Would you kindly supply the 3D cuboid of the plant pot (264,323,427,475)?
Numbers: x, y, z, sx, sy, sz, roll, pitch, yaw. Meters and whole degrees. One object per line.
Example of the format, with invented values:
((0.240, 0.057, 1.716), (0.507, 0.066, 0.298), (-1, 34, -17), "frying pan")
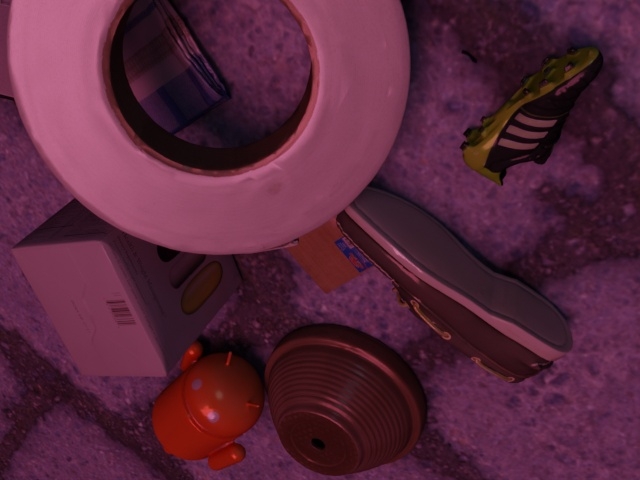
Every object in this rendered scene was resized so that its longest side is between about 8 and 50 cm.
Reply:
((0.018, 0.240, 1.063), (0.237, 0.110, 0.237), (13, 126, 18), "plant pot")

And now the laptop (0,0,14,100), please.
((-0.456, -0.366, 0.775), (0.381, 0.236, 0.408), (16, 105, 22), "laptop")

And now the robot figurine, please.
((-0.166, 0.242, 1.144), (0.128, 0.158, 0.219), (29, 136, -21), "robot figurine")

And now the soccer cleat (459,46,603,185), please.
((0.213, -0.119, 0.758), (0.072, 0.060, 0.179), (36, 137, -12), "soccer cleat")

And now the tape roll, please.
((-0.104, -0.169, 0.770), (0.391, 0.072, 0.392), (-1, 118, -2), "tape roll")

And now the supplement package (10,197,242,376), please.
((-0.233, 0.033, 0.986), (0.149, 0.203, 0.194), (-4, 120, 28), "supplement package")

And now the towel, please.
((-0.254, -0.243, 0.919), (0.209, 0.034, 0.285), (-23, 109, 37), "towel")

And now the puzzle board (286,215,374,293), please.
((0.000, 0.000, 0.972), (0.096, 0.011, 0.128), (-32, 104, 37), "puzzle board")

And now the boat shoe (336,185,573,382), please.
((0.136, 0.054, 0.876), (0.305, 0.109, 0.091), (35, 127, -3), "boat shoe")
